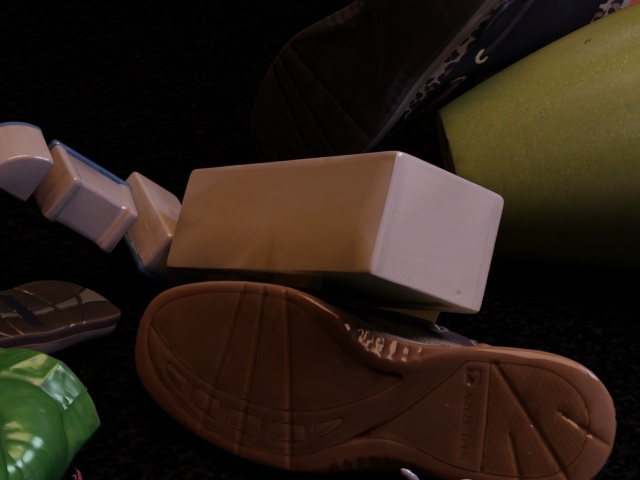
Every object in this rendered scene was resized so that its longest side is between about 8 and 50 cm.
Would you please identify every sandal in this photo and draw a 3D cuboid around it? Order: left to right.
[{"bbox_3d":[-0.246,0.072,0.923,0.090,0.060,0.219,34,24,32],"label":"sandal"}]

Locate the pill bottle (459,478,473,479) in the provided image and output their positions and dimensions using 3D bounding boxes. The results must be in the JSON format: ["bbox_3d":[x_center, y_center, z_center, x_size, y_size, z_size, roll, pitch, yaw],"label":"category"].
[{"bbox_3d":[0.132,0.207,0.713,0.160,0.087,0.087,22,31,28],"label":"pill bottle"}]

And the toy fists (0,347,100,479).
[{"bbox_3d":[-0.272,0.122,0.720,0.279,0.096,0.142,-1,29,25],"label":"toy fists"}]

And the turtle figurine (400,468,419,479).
[{"bbox_3d":[0.048,0.222,0.636,0.175,0.118,0.234,-28,57,-26],"label":"turtle figurine"}]

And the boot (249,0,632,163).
[{"bbox_3d":[0.125,-0.189,1.236,0.284,0.377,0.138,-12,63,-47],"label":"boot"}]

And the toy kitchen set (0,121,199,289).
[{"bbox_3d":[-0.230,0.003,1.045,0.207,0.166,0.122,34,12,-35],"label":"toy kitchen set"}]

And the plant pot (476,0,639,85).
[{"bbox_3d":[0.316,-0.229,1.420,0.243,0.275,0.275,6,26,20],"label":"plant pot"}]

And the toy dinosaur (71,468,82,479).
[{"bbox_3d":[-0.190,0.174,0.778,0.082,0.047,0.090,-6,-4,-6],"label":"toy dinosaur"}]

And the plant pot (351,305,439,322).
[{"bbox_3d":[0.064,0.035,1.034,0.083,0.082,0.081,22,30,5],"label":"plant pot"}]

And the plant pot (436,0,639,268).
[{"bbox_3d":[0.263,-0.084,1.144,0.293,0.275,0.275,-13,29,1],"label":"plant pot"}]

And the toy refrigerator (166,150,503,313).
[{"bbox_3d":[0.000,0.000,0.933,0.102,0.094,0.269,21,-11,-34],"label":"toy refrigerator"}]

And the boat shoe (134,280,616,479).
[{"bbox_3d":[0.038,0.104,0.887,0.341,0.123,0.123,7,-4,17],"label":"boat shoe"}]
